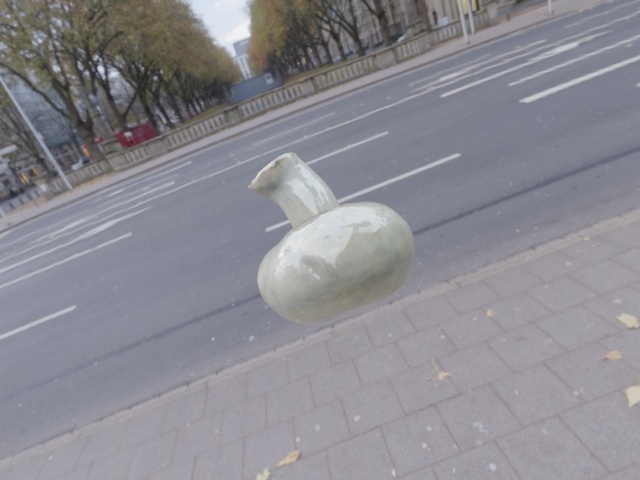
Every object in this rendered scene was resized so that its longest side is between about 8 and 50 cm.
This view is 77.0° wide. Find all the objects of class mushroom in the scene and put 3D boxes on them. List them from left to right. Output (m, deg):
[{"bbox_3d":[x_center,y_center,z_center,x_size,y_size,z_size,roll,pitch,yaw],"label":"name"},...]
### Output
[{"bbox_3d":[0.011,0.028,0.770,0.315,0.356,0.315,-33,36,28],"label":"mushroom"}]
